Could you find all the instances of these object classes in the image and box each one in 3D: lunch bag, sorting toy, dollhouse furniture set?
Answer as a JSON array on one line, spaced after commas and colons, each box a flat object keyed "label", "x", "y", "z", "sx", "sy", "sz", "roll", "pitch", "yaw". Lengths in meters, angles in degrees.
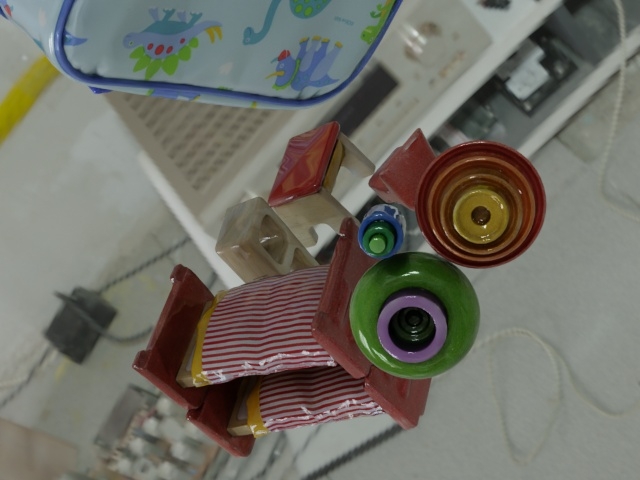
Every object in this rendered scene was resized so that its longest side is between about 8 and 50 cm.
[{"label": "lunch bag", "x": -0.048, "y": -0.154, "z": 0.618, "sx": 0.090, "sy": 0.219, "sz": 0.176, "roll": 43, "pitch": 118, "yaw": 34}, {"label": "sorting toy", "x": 0.042, "y": 0.009, "z": 0.459, "sx": 0.061, "sy": 0.042, "sz": 0.102, "roll": 27, "pitch": 103, "yaw": 1}, {"label": "dollhouse furniture set", "x": 0.000, "y": 0.000, "z": 1.123, "sx": 0.201, "sy": 0.152, "sz": 0.374, "roll": -17, "pitch": 39, "yaw": 32}]
